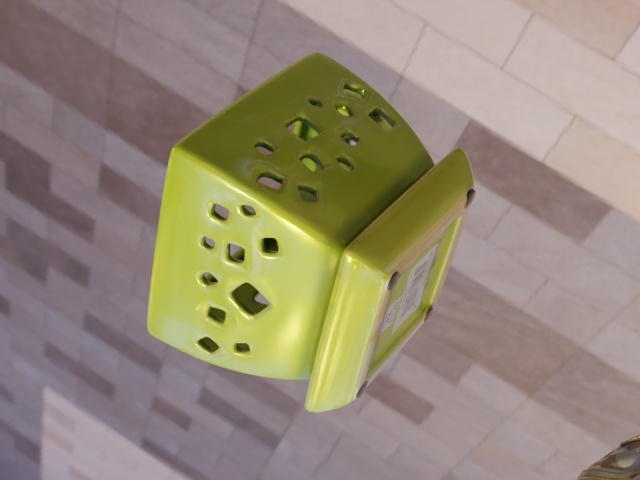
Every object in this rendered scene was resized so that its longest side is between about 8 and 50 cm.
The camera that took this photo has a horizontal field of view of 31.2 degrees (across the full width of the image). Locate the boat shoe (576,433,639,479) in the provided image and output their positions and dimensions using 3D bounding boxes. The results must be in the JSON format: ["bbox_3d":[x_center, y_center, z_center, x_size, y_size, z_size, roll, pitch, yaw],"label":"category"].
[{"bbox_3d":[0.183,0.125,0.615,0.050,0.045,0.135,42,161,0],"label":"boat shoe"}]

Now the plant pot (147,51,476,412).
[{"bbox_3d":[0.000,0.000,1.025,0.207,0.227,0.228,30,133,19],"label":"plant pot"}]
